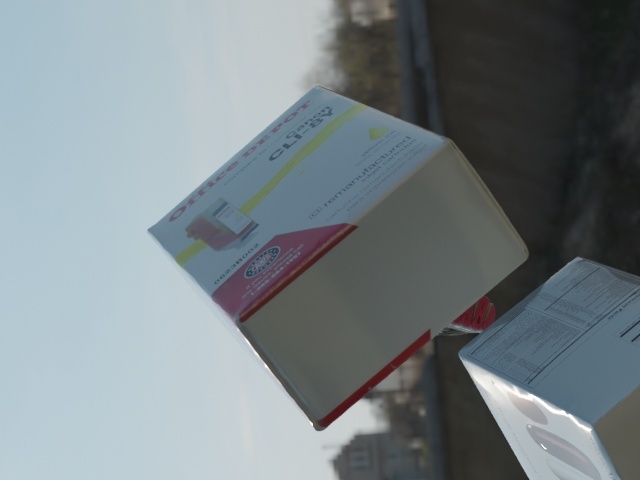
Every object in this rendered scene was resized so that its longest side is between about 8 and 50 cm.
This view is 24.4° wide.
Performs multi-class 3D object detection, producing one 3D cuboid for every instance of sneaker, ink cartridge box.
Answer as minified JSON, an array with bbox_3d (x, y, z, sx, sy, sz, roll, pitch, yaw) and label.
[{"bbox_3d":[0.124,0.081,1.769,0.075,0.170,0.063,-24,57,53],"label":"sneaker"},{"bbox_3d":[0.000,0.000,1.584,0.160,0.279,0.384,52,173,-23],"label":"ink cartridge box"}]

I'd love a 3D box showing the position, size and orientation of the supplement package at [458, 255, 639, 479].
[{"bbox_3d":[0.257,0.147,1.226,0.194,0.149,0.203,58,165,-23],"label":"supplement package"}]
